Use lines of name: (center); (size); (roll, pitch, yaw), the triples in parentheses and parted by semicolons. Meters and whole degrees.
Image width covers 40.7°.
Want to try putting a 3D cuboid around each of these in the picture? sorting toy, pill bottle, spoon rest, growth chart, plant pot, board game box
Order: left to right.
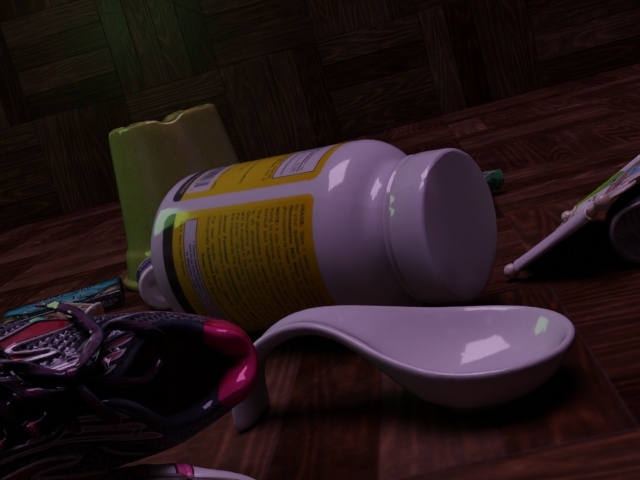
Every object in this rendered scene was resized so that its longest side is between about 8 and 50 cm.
board game box: (-0.396, 0.103, 1.329); (0.186, 0.026, 0.126); (-18, 11, -11)
sorting toy: (-0.336, 0.117, 1.157); (0.083, 0.045, 0.075); (-3, 24, 47)
pill bottle: (-0.228, 0.055, 1.232); (0.067, 0.067, 0.120); (-18, 12, -12)
plant pot: (-0.226, -0.082, 1.418); (0.276, 0.254, 0.276); (-15, 12, 3)
pill bottle: (0.000, 0.000, 0.888); (0.334, 0.188, 0.188); (-6, 15, 38)
spoon rest: (0.053, 0.087, 0.662); (0.276, 0.084, 0.137); (-12, 12, 21)
growth chart: (0.287, -0.035, 0.922); (0.172, 0.021, 0.237); (-46, -9, 38)

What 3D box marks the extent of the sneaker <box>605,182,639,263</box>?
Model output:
sneaker: (0.390, -0.046, 0.850); (0.222, 0.083, 0.118); (-14, 11, 15)

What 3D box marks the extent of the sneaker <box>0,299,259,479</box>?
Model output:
sneaker: (-0.167, 0.087, 0.486); (0.112, 0.121, 0.299); (-17, -3, 40)

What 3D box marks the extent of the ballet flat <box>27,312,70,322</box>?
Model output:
ballet flat: (-0.214, 0.162, 0.580); (0.080, 0.073, 0.232); (14, 68, 42)

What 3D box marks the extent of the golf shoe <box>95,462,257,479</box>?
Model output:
golf shoe: (-0.111, 0.166, 0.540); (0.186, 0.067, 0.086); (-12, 10, 19)

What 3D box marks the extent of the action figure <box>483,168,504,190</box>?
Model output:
action figure: (0.179, -0.082, 1.381); (0.232, 0.063, 0.137); (-7, 10, 21)
